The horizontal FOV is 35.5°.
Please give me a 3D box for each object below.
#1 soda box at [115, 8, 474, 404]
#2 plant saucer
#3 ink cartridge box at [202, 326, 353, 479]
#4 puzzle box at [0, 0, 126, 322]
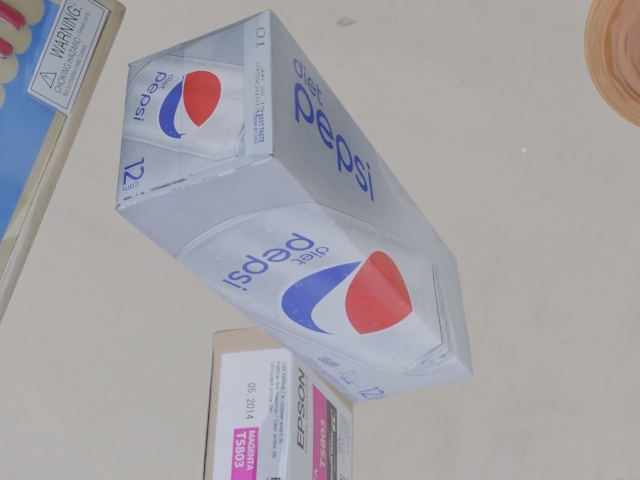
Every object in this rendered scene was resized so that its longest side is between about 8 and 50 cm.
[{"bbox_3d":[0.000,0.000,0.593,0.091,0.098,0.286,-16,145,20],"label":"soda box"},{"bbox_3d":[0.360,-0.196,0.984,0.200,0.037,0.200,9,115,20],"label":"plant saucer"},{"bbox_3d":[-0.035,0.224,0.949,0.088,0.235,0.193,-8,149,16],"label":"ink cartridge box"},{"bbox_3d":[-0.290,-0.031,0.532,0.272,0.409,0.052,29,153,-31],"label":"puzzle box"}]
